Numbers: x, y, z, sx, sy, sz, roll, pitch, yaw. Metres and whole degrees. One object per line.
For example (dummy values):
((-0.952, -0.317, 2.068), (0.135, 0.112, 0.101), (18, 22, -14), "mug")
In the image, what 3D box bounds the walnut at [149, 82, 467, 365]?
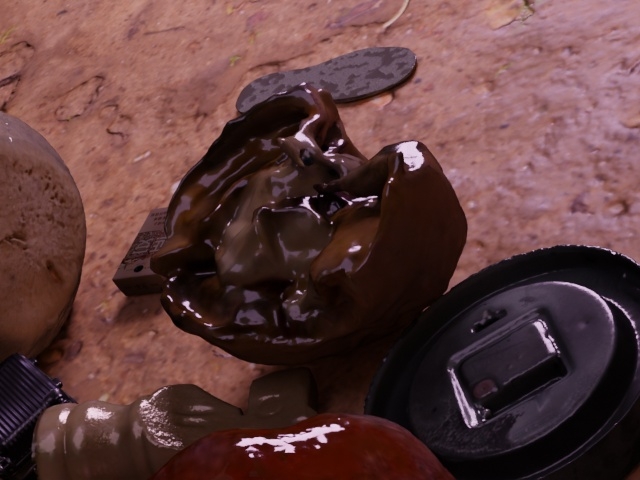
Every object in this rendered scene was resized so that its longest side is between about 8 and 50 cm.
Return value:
((-0.005, 0.010, 1.378), (0.204, 0.141, 0.238), (-49, 35, -4), "walnut")

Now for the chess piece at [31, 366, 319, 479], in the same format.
((-0.093, 0.141, 1.356), (0.200, 0.090, 0.090), (-12, 38, 15), "chess piece")

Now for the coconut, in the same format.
((-0.335, 0.005, 1.604), (0.266, 0.237, 0.237), (4, 49, 39), "coconut")

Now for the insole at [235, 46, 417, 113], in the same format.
((0.004, -0.138, 1.679), (0.193, 0.006, 0.065), (-9, 42, 36), "insole")

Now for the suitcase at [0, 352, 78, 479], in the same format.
((-0.227, 0.143, 1.486), (0.086, 0.059, 0.126), (-42, 31, -12), "suitcase")

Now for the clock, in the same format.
((0.129, 0.093, 1.234), (0.215, 0.042, 0.215), (-24, 34, 18), "clock")

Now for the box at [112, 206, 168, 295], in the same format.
((-0.132, 0.007, 1.602), (0.053, 0.024, 0.083), (-9, 40, 36), "box")

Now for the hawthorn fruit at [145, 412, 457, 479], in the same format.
((-0.005, 0.211, 1.030), (0.231, 0.235, 0.263), (-32, 38, -11), "hawthorn fruit")
